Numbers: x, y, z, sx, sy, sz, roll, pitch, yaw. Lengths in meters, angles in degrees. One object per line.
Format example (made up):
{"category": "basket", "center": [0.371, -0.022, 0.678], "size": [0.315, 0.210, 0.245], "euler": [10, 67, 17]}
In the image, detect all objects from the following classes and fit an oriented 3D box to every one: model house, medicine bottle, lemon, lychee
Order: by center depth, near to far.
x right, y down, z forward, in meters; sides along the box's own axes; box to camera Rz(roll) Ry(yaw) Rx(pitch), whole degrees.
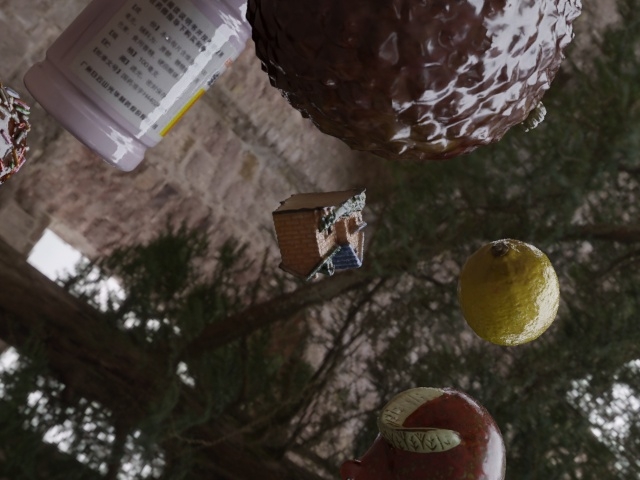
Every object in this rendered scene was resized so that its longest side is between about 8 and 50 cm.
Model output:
{"category": "lychee", "center": [0.069, -0.179, 0.584], "size": [0.260, 0.260, 0.261], "euler": [-37, -153, 22]}
{"category": "medicine bottle", "center": [-0.144, -0.196, 0.765], "size": [0.250, 0.133, 0.133], "euler": [-48, -155, 1]}
{"category": "lemon", "center": [0.201, 0.054, 0.887], "size": [0.109, 0.133, 0.109], "euler": [-14, -145, 10]}
{"category": "model house", "center": [0.000, 0.000, 1.622], "size": [0.166, 0.172, 0.183], "euler": [-2, -167, 23]}

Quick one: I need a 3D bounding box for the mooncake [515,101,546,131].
{"category": "mooncake", "center": [0.472, -0.272, 1.317], "size": [0.346, 0.057, 0.150], "euler": [-13, -138, 28]}

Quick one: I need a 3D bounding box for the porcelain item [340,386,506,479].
{"category": "porcelain item", "center": [0.144, 0.338, 1.228], "size": [0.253, 0.253, 0.253], "euler": [-37, -153, 22]}

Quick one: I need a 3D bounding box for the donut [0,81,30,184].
{"category": "donut", "center": [-0.467, -0.131, 0.978], "size": [0.234, 0.089, 0.235], "euler": [-5, -126, 7]}
